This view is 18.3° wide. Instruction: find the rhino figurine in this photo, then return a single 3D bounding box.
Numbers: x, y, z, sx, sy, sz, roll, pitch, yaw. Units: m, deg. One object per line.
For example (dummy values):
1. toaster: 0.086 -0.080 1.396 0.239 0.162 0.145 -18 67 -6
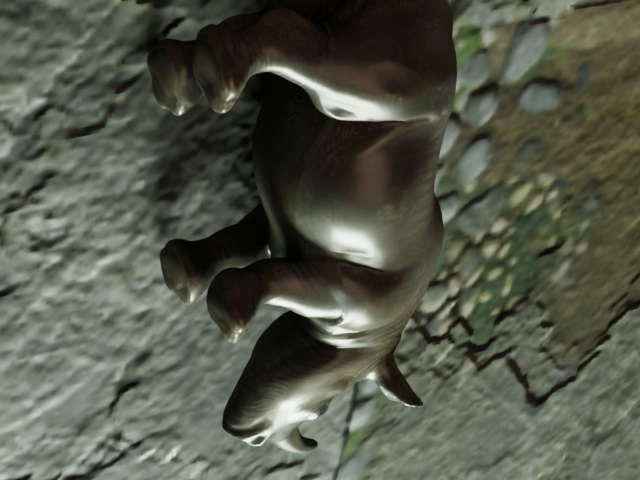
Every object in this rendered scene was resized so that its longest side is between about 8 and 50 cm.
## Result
1. rhino figurine: 0.000 0.000 0.742 0.106 0.073 0.243 -20 136 -22
